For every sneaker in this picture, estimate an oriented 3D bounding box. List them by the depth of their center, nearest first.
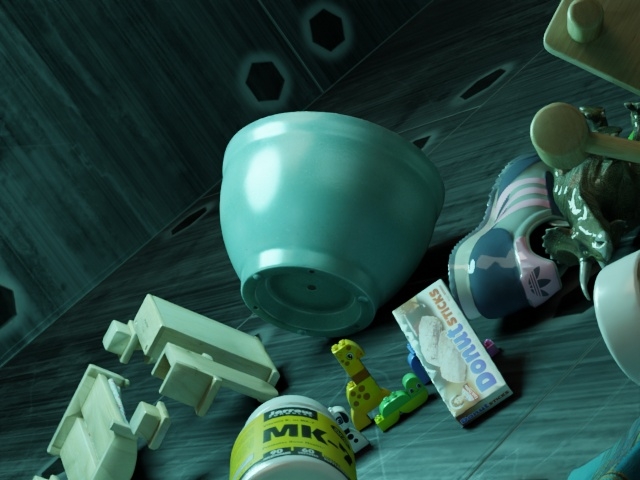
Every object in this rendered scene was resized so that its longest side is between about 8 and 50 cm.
[{"bbox_3d":[0.253,-0.008,2.172,0.131,0.112,0.319,-8,27,28],"label":"sneaker"}]

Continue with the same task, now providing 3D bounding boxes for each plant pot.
[{"bbox_3d":[0.000,0.000,2.437,0.293,0.293,0.196,-23,43,43],"label":"plant pot"}]

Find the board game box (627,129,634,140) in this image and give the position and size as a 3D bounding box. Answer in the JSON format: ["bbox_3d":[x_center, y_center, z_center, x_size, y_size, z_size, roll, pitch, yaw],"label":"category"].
[{"bbox_3d":[0.439,-0.130,2.223,0.181,0.043,0.092,-25,16,39],"label":"board game box"}]

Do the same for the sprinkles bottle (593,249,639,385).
[{"bbox_3d":[0.405,0.013,1.599,0.355,0.121,0.121,-27,15,33],"label":"sprinkles bottle"}]

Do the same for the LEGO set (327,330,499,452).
[{"bbox_3d":[0.068,0.141,2.072,0.227,0.093,0.087,-36,12,-1],"label":"LEGO set"}]

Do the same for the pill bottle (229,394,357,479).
[{"bbox_3d":[-0.025,0.222,1.759,0.119,0.119,0.208,-34,13,6],"label":"pill bottle"}]

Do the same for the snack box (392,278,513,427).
[{"bbox_3d":[0.135,0.115,1.974,0.064,0.022,0.178,-34,41,4],"label":"snack box"}]

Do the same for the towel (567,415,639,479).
[{"bbox_3d":[0.140,0.248,1.380,0.370,0.040,0.271,-43,-11,-30],"label":"towel"}]

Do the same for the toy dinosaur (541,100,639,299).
[{"bbox_3d":[0.312,-0.061,2.067,0.121,0.160,0.313,5,20,27],"label":"toy dinosaur"}]

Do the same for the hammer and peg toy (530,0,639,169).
[{"bbox_3d":[0.374,-0.204,1.946,0.361,0.266,0.127,-63,-11,-5],"label":"hammer and peg toy"}]

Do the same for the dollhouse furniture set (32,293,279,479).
[{"bbox_3d":[-0.212,0.275,2.442,0.356,0.173,0.303,-62,22,12],"label":"dollhouse furniture set"}]
